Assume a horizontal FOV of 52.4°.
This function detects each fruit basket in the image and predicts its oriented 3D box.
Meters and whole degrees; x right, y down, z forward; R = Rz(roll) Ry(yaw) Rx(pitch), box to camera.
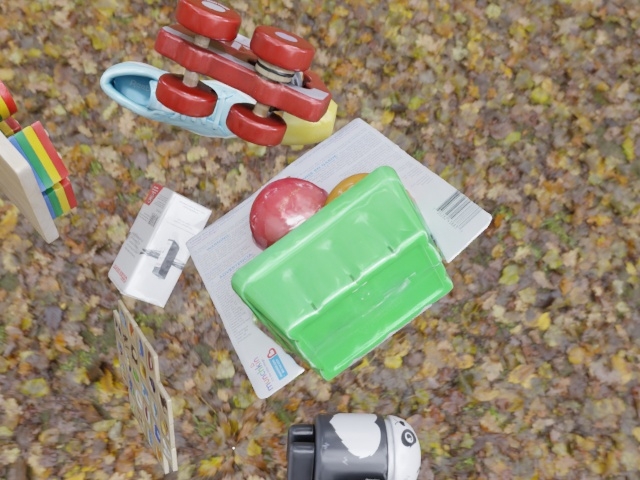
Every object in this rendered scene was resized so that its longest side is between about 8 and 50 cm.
[{"bbox_3d":[0.000,0.000,0.847,0.327,0.353,0.165,-37,123,-3],"label":"fruit basket"}]

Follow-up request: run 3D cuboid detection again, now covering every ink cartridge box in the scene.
[{"bbox_3d":[-0.410,0.009,1.640,0.114,0.197,0.273,28,87,-30],"label":"ink cartridge box"}]

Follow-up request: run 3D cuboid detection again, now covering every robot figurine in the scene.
[{"bbox_3d":[0.069,0.445,1.353,0.278,0.173,0.209,3,60,-4],"label":"robot figurine"}]

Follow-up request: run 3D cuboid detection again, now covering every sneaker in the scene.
[{"bbox_3d":[-0.314,-0.301,1.441,0.366,0.150,0.135,14,111,5],"label":"sneaker"}]

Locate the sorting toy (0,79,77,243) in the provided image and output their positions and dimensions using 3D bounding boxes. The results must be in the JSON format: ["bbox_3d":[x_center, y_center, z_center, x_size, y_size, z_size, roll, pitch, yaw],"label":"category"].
[{"bbox_3d":[-0.526,-0.160,1.108,0.089,0.255,0.257,-39,78,-25],"label":"sorting toy"}]

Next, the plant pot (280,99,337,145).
[{"bbox_3d":[-0.019,-0.246,1.291,0.095,0.134,0.134,14,71,0],"label":"plant pot"}]

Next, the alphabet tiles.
[{"bbox_3d":[-0.357,0.291,1.309,0.011,0.285,0.342,-13,30,-29],"label":"alphabet tiles"}]

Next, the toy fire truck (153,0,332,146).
[{"bbox_3d":[-0.119,-0.296,1.096,0.302,0.169,0.254,23,27,1],"label":"toy fire truck"}]
